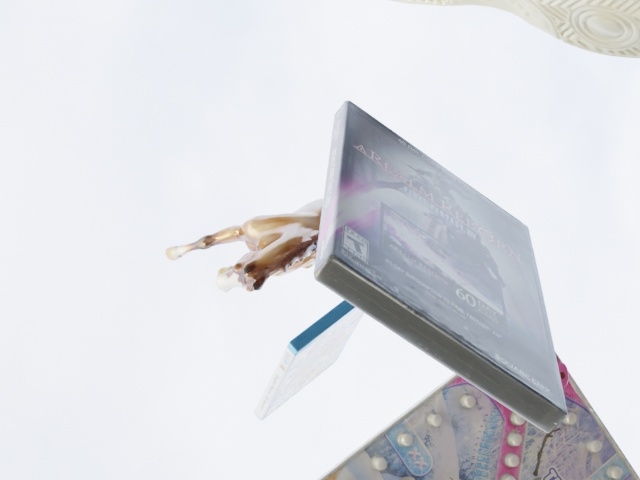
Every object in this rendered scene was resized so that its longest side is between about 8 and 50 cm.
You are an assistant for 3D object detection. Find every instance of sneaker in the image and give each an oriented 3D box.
[{"bbox_3d":[0.191,-0.266,1.036,0.350,0.131,0.148,19,-111,19],"label":"sneaker"}]

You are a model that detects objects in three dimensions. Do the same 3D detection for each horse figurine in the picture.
[{"bbox_3d":[0.000,0.000,1.011,0.263,0.174,0.066,-9,-93,-36],"label":"horse figurine"}]

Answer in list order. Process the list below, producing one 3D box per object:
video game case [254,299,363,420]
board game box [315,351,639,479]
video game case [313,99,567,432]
[{"bbox_3d":[-0.006,0.115,1.250,0.119,0.166,0.015,-35,-107,-32],"label":"video game case"},{"bbox_3d":[0.190,0.351,1.290,0.390,0.050,0.390,-35,-86,-14],"label":"board game box"},{"bbox_3d":[0.086,0.006,0.902,0.196,0.026,0.274,34,-155,-13],"label":"video game case"}]
